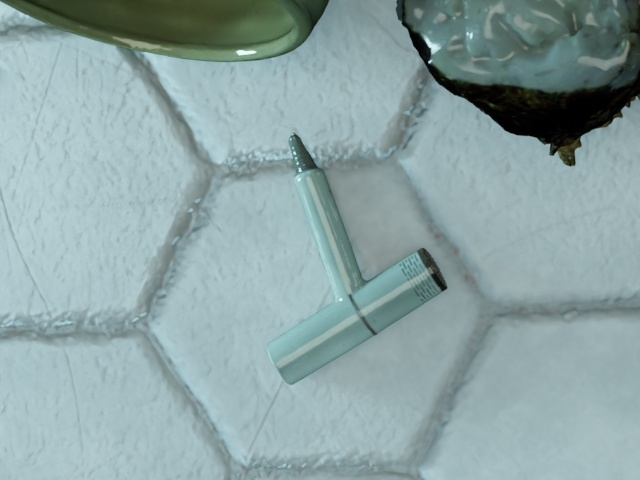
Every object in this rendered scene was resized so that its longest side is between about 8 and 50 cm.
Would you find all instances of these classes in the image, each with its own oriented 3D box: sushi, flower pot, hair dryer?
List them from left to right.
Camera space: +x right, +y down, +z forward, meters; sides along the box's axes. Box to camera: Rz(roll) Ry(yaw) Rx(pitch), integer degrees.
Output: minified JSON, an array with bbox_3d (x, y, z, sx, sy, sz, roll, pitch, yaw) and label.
[{"bbox_3d":[-0.122,-0.292,1.440,0.307,0.307,0.244,10,77,6],"label":"flower pot"},{"bbox_3d":[-0.008,0.003,1.559,0.155,0.044,0.183,-33,84,6],"label":"hair dryer"},{"bbox_3d":[0.178,-0.251,1.444,0.234,0.207,0.348,20,90,17],"label":"sushi"}]
